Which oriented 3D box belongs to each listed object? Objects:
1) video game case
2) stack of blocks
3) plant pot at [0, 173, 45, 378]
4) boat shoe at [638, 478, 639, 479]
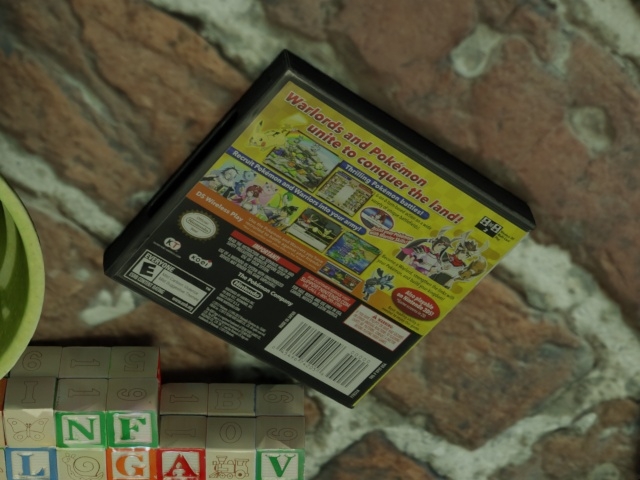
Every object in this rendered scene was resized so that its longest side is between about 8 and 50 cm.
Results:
[{"bbox_3d":[0.000,0.000,1.594,0.275,0.035,0.248,31,117,-27],"label":"video game case"},{"bbox_3d":[-0.162,0.184,1.651,0.297,0.087,0.171,1,127,-2],"label":"stack of blocks"},{"bbox_3d":[-0.341,-0.044,1.366,0.276,0.254,0.276,-5,127,-7],"label":"plant pot"},{"bbox_3d":[0.341,0.227,1.804,0.081,0.069,0.227,-30,138,-32],"label":"boat shoe"}]
